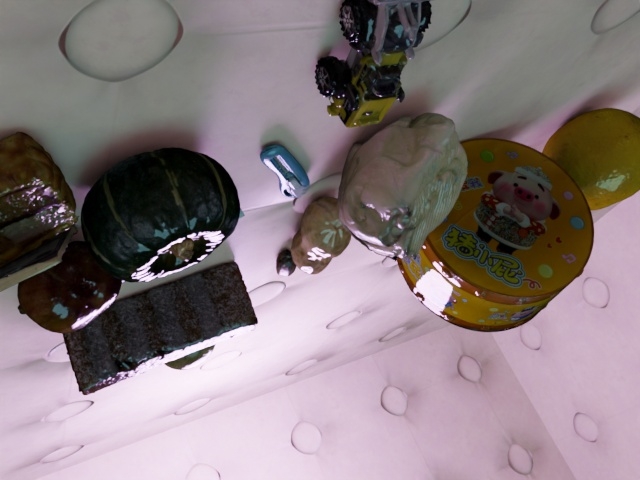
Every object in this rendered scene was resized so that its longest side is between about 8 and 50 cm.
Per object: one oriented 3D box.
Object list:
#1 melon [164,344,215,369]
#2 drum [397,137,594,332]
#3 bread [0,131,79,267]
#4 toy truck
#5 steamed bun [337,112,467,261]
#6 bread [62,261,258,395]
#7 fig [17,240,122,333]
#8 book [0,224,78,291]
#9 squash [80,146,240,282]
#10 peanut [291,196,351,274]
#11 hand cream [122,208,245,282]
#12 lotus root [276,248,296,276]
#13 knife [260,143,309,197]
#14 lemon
[{"bbox_3d":[-0.343,0.258,1.715,0.192,0.139,0.139,-42,154,31],"label":"melon"},{"bbox_3d":[0.390,-0.015,1.565,0.431,0.431,0.214,-20,158,-18],"label":"drum"},{"bbox_3d":[-0.454,-0.044,0.925,0.222,0.096,0.181,-27,161,-4],"label":"bread"},{"bbox_3d":[0.089,-0.283,0.991,0.136,0.111,0.285,-15,154,-25],"label":"toy truck"},{"bbox_3d":[0.147,-0.121,1.342,0.280,0.207,0.268,-55,154,-13],"label":"steamed bun"},{"bbox_3d":[-0.353,0.191,1.513,0.417,0.165,0.113,-20,164,-19],"label":"bread"},{"bbox_3d":[-0.471,0.097,1.204,0.274,0.145,0.170,-23,-171,45],"label":"fig"},{"bbox_3d":[-0.456,0.033,1.024,0.158,0.026,0.231,-27,-163,-8],"label":"book"},{"bbox_3d":[-0.251,-0.039,1.079,0.252,0.165,0.252,-24,162,-8],"label":"squash"},{"bbox_3d":[0.000,0.000,1.537,0.124,0.123,0.256,-17,155,-25],"label":"peanut"},{"bbox_3d":[-0.304,0.007,1.294,0.331,0.058,0.085,-30,153,-3],"label":"hand cream"},{"bbox_3d":[-0.084,0.056,1.673,0.054,0.049,0.099,-18,152,-18],"label":"lotus root"},{"bbox_3d":[-0.065,-0.127,1.285,0.064,0.031,0.222,-25,159,5],"label":"knife"},{"bbox_3d":[0.702,-0.203,1.726,0.320,0.245,0.245,-31,159,15],"label":"lemon"}]
